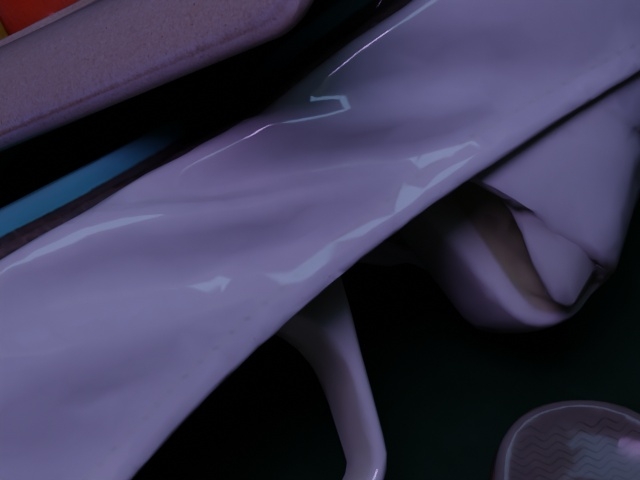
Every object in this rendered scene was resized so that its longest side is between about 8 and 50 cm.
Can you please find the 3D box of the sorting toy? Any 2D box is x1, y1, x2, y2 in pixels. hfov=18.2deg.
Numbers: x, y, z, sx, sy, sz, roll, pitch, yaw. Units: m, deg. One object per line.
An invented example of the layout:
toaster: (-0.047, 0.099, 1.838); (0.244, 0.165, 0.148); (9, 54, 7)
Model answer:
sorting toy: (-0.026, -0.094, 0.578); (0.193, 0.038, 0.208); (-17, 19, 40)

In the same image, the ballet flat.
ballet flat: (0.000, 0.000, 0.567); (0.400, 0.139, 0.139); (-36, 62, -21)

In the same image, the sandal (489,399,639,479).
sandal: (0.095, 0.113, 0.518); (0.072, 0.049, 0.180); (-8, 54, -8)
